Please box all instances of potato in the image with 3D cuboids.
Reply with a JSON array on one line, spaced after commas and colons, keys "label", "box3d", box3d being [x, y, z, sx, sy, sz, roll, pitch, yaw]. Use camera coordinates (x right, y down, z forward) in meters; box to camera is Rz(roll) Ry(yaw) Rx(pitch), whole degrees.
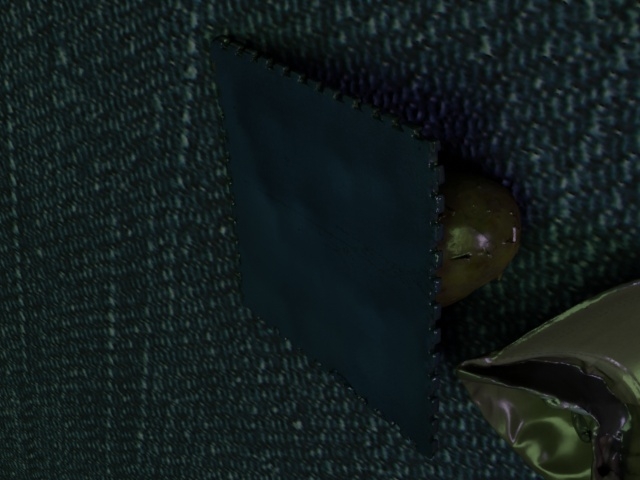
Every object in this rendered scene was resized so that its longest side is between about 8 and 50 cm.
[{"label": "potato", "box3d": [0.080, 0.002, 0.656, 0.091, 0.070, 0.138, 54, 136, -2]}]

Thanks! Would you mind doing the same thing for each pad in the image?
[{"label": "pad", "box3d": [0.000, 0.000, 0.699, 0.270, 0.012, 0.269, 35, 138, 43]}]

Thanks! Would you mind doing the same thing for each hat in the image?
[{"label": "hat", "box3d": [0.206, 0.101, 0.640, 0.173, 0.144, 0.166, -38, 89, 2]}]
